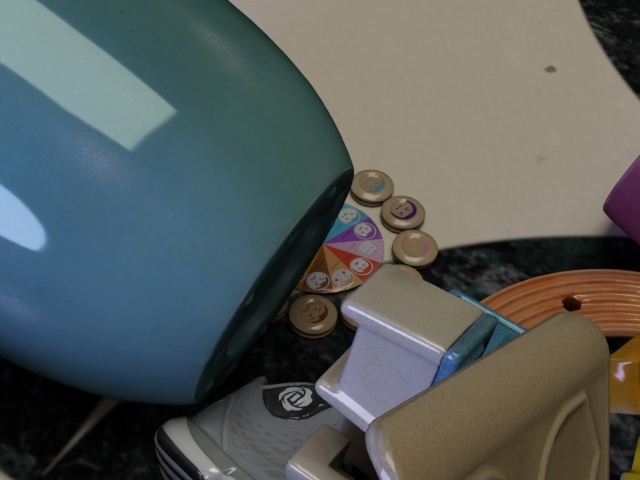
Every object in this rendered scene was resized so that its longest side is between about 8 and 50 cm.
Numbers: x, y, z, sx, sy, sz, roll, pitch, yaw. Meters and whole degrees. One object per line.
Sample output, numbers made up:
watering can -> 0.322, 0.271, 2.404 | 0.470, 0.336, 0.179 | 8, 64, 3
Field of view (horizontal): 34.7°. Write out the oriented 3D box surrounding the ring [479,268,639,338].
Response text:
ring -> 0.219, 0.157, 0.677 | 0.336, 0.032, 0.337 | 3, 49, -3

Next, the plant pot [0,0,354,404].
plant pot -> -0.122, -0.034, 0.661 | 0.235, 0.293, 0.293 | 33, 54, 7

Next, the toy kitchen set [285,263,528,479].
toy kitchen set -> 0.095, 0.072, 0.579 | 0.122, 0.166, 0.207 | 31, 39, 18

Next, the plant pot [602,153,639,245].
plant pot -> 0.343, -0.035, 0.752 | 0.201, 0.201, 0.180 | -35, 73, -29

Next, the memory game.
memory game -> 0.000, 0.000, 0.807 | 0.186, 0.012, 0.186 | 2, 49, -3

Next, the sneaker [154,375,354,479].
sneaker -> 0.013, 0.159, 0.627 | 0.132, 0.086, 0.228 | -33, 58, -30

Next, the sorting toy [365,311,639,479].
sorting toy -> 0.113, 0.157, 0.514 | 0.041, 0.229, 0.307 | 0, 10, 36
